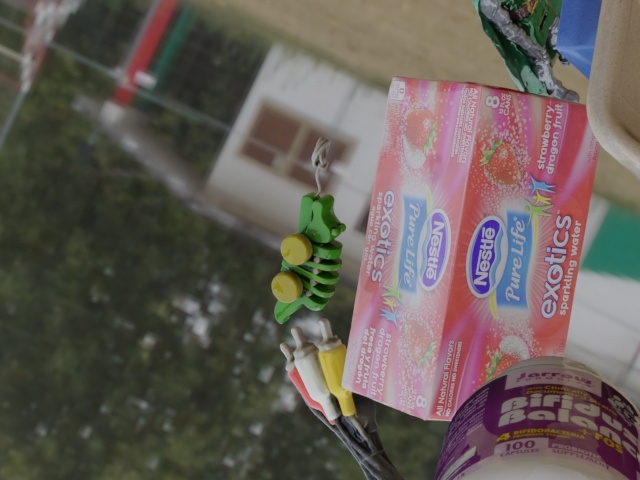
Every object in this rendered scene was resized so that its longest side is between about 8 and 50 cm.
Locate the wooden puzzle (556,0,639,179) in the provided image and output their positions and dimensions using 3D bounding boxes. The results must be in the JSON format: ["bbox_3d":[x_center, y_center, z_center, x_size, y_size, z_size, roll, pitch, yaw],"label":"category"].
[{"bbox_3d":[0.249,-0.168,1.117,0.080,0.347,0.322,-2,163,31],"label":"wooden puzzle"}]

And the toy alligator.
[{"bbox_3d":[0.000,0.000,1.475,0.051,0.189,0.056,24,-154,20],"label":"toy alligator"}]

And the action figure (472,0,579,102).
[{"bbox_3d":[0.195,-0.211,1.530,0.063,0.137,0.232,10,161,34],"label":"action figure"}]

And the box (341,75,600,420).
[{"bbox_3d":[0.137,0.009,1.489,0.154,0.300,0.142,8,-176,-33],"label":"box"}]

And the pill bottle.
[{"bbox_3d":[0.167,0.189,1.199,0.169,0.169,0.301,26,-163,1],"label":"pill bottle"}]

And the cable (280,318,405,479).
[{"bbox_3d":[0.033,0.229,1.842,0.072,0.287,0.139,-17,170,-31],"label":"cable"}]
